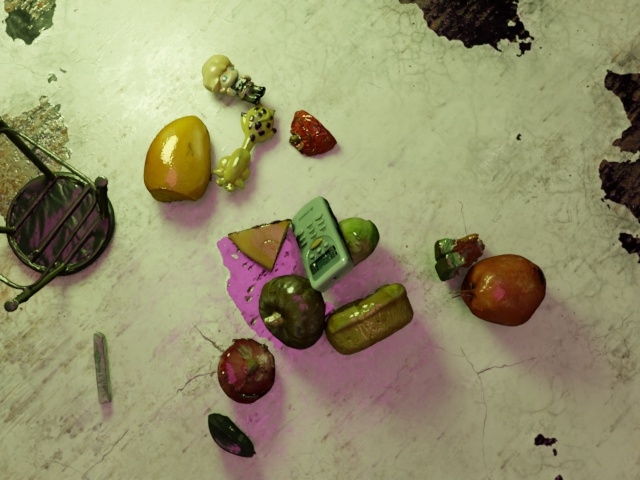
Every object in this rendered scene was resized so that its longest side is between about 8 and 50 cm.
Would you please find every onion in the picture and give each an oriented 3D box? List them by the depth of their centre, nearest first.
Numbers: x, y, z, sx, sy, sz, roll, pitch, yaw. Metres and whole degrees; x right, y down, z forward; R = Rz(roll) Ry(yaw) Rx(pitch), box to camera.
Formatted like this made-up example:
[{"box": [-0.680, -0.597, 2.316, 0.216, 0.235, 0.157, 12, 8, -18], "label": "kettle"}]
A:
[{"box": [-0.220, 0.370, 1.643, 0.184, 0.147, 0.184, 22, 57, -39], "label": "onion"}]

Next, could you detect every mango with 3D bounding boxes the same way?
[{"box": [-0.408, -0.245, 1.685, 0.187, 0.138, 0.257, 3, 78, 2], "label": "mango"}]

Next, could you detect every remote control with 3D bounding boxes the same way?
[{"box": [0.000, 0.000, 1.637, 0.140, 0.056, 0.296, -39, 44, 19], "label": "remote control"}]

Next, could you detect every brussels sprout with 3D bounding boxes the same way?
[{"box": [0.089, 0.009, 1.699, 0.183, 0.145, 0.131, -35, 119, 28], "label": "brussels sprout"}]

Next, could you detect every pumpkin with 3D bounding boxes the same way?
[{"box": [-0.089, 0.196, 1.624, 0.162, 0.219, 0.219, -26, 86, -37], "label": "pumpkin"}]

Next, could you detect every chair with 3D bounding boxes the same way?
[{"box": [-0.739, -0.064, 1.502, 0.361, 0.410, 0.365, 33, 83, 0], "label": "chair"}]

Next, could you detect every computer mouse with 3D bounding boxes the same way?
[{"box": [-0.257, 0.555, 1.633, 0.172, 0.099, 0.057, 41, 91, 3], "label": "computer mouse"}]

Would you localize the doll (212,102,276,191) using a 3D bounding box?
[{"box": [-0.219, -0.277, 1.730, 0.117, 0.086, 0.291, 26, 80, -5], "label": "doll"}]

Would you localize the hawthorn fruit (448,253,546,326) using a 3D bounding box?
[{"box": [0.497, 0.142, 1.668, 0.298, 0.211, 0.211, 2, 83, -25], "label": "hawthorn fruit"}]

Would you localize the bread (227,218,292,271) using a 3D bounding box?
[{"box": [-0.162, -0.020, 1.685, 0.169, 0.140, 0.160, 36, 88, 0], "label": "bread"}]

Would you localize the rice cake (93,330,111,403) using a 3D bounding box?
[{"box": [-0.620, 0.359, 1.651, 0.036, 0.047, 0.207, -6, 86, -20], "label": "rice cake"}]

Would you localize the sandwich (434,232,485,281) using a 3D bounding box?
[{"box": [0.407, 0.041, 1.692, 0.159, 0.185, 0.109, -17, 77, 3], "label": "sandwich"}]

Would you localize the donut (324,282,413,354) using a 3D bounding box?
[{"box": [0.137, 0.222, 1.646, 0.261, 0.208, 0.128, -28, 87, -2], "label": "donut"}]

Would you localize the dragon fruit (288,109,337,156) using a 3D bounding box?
[{"box": [-0.037, -0.317, 1.754, 0.162, 0.083, 0.106, 42, 85, -2], "label": "dragon fruit"}]

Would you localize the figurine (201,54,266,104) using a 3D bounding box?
[{"box": [-0.262, -0.467, 1.724, 0.196, 0.108, 0.114, 31, 89, 13], "label": "figurine"}]
